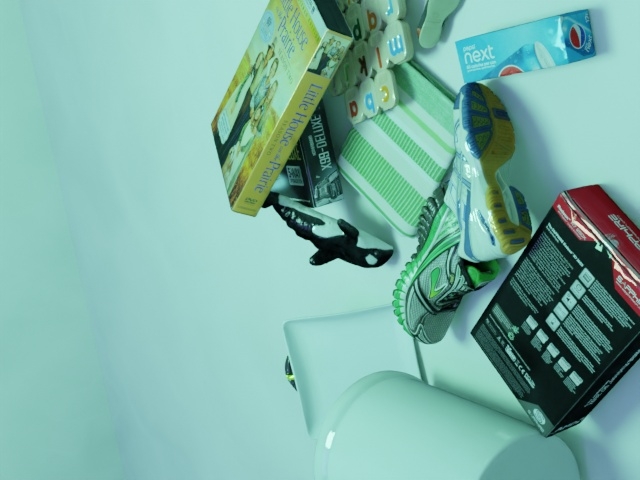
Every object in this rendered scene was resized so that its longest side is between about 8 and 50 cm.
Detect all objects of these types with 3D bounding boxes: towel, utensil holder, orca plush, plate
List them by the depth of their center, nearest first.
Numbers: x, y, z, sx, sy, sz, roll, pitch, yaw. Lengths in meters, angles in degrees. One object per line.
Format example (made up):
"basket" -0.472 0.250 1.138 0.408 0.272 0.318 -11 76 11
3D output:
"utensil holder" 0.229 0.440 1.573 0.386 0.328 0.327 10 115 53
"towel" 0.148 -0.183 1.615 0.248 0.038 0.324 49 141 27
"orca plush" 0.000 0.000 1.730 0.102 0.287 0.151 -65 19 -7
"plate" 0.079 0.278 1.838 0.277 0.045 0.277 -11 99 14

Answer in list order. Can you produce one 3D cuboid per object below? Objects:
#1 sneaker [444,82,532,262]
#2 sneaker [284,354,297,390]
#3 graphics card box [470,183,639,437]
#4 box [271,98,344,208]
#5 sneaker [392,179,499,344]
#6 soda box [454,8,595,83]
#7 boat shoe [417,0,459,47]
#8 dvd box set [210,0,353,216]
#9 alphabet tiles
"sneaker" 0.243 -0.109 1.385 0.131 0.112 0.296 -29 60 52
"sneaker" 0.079 0.377 1.958 0.145 0.147 0.384 -36 91 14
"graphics card box" 0.396 0.119 1.353 0.232 0.094 0.370 56 144 31
"box" -0.075 -0.202 1.851 0.307 0.077 0.242 13 118 61
"sneaker" 0.232 0.065 1.541 0.146 0.134 0.343 42 138 34
"soda box" 0.306 -0.291 1.298 0.210 0.067 0.071 2 109 55
"boat shoe" 0.196 -0.386 1.426 0.137 0.049 0.043 110 168 -45
"dvd box set" -0.090 -0.299 1.662 0.420 0.062 0.307 -58 33 33
"alphabet tiles" 0.077 -0.365 1.578 0.284 0.021 0.277 -12 88 61
